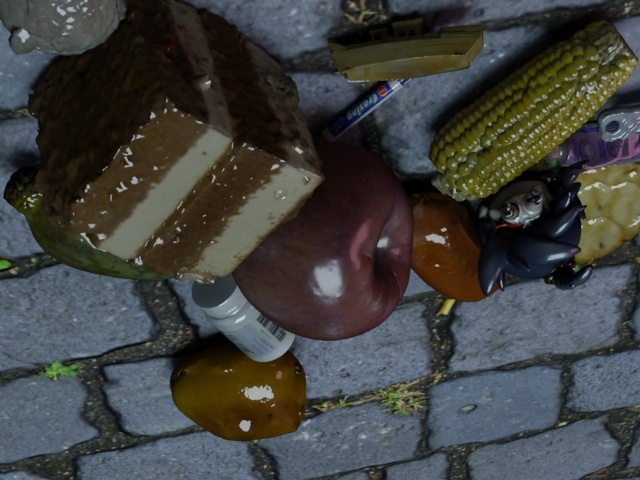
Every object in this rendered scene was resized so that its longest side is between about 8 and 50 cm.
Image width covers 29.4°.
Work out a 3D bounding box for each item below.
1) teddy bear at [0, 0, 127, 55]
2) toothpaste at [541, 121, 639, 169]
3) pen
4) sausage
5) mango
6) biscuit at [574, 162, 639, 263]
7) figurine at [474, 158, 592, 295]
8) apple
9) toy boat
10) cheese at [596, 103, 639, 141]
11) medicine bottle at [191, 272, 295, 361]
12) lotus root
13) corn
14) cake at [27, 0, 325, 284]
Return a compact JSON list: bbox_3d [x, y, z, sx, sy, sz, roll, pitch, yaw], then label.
[{"bbox_3d":[-0.289,-0.333,1.337,0.236,0.151,0.267,18,129,6],"label":"teddy bear"},{"bbox_3d":[0.465,-0.153,1.846,0.301,0.048,0.075,-8,114,-15],"label":"toothpaste"},{"bbox_3d":[0.080,-0.201,1.700,0.204,0.025,0.025,-37,136,27],"label":"pen"},{"bbox_3d":[0.200,0.014,1.919,0.133,0.133,0.258,-28,140,19],"label":"sausage"},{"bbox_3d":[-0.145,0.245,2.108,0.236,0.136,0.166,-11,128,6],"label":"mango"},{"bbox_3d":[0.452,-0.050,1.979,0.203,0.041,0.260,-8,142,-11],"label":"biscuit"},{"bbox_3d":[0.309,-0.018,1.789,0.175,0.265,0.197,-2,111,13],"label":"figurine"},{"bbox_3d":[0.000,0.000,1.732,0.235,0.306,0.306,8,148,23],"label":"apple"},{"bbox_3d":[0.111,-0.256,1.605,0.206,0.072,0.064,-4,157,10],"label":"toy boat"},{"bbox_3d":[0.545,-0.194,1.783,0.286,0.082,0.163,-13,130,4],"label":"cheese"},{"bbox_3d":[-0.123,0.114,1.971,0.102,0.103,0.187,-25,141,15],"label":"medicine bottle"},{"bbox_3d":[-0.296,-0.024,1.722,0.309,0.173,0.173,11,136,-24],"label":"lotus root"},{"bbox_3d":[0.287,-0.175,1.711,0.130,0.130,0.347,26,126,-38],"label":"corn"},{"bbox_3d":[-0.181,-0.132,1.541,0.290,0.256,0.282,17,131,-38],"label":"cake"}]
